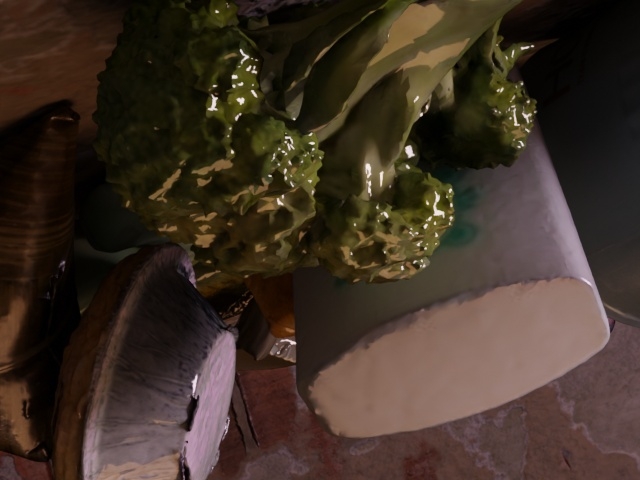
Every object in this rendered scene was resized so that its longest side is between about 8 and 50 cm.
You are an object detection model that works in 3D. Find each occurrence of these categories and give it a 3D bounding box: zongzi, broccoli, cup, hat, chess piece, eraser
[{"bbox_3d":[-0.295,0.013,0.850,0.286,0.134,0.288,6,130,-8],"label":"zongzi"},{"bbox_3d":[0.045,-0.072,0.683,0.302,0.186,0.254,-14,165,7],"label":"broccoli"},{"bbox_3d":[0.353,-0.103,0.912,0.331,0.257,0.311,-11,168,-31],"label":"cup"},{"bbox_3d":[-0.082,0.093,1.468,0.173,0.144,0.166,22,179,28],"label":"hat"},{"bbox_3d":[-0.172,0.019,1.032,0.298,0.176,0.176,-38,164,26],"label":"chess piece"},{"bbox_3d":[0.071,-0.013,0.842,0.189,0.104,0.290,-18,-144,10],"label":"eraser"}]

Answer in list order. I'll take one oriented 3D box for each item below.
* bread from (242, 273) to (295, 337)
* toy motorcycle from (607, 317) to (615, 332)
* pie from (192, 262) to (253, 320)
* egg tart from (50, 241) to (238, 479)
[{"bbox_3d":[0.000,0.000,1.177,0.149,0.158,0.143,-8,162,-47],"label":"bread"},{"bbox_3d":[0.246,0.022,1.392,0.134,0.207,0.401,-18,172,27],"label":"toy motorcycle"},{"bbox_3d":[-0.115,0.034,1.451,0.277,0.078,0.277,-21,168,-5],"label":"pie"},{"bbox_3d":[-0.118,0.116,0.905,0.094,0.234,0.234,9,176,9],"label":"egg tart"}]
